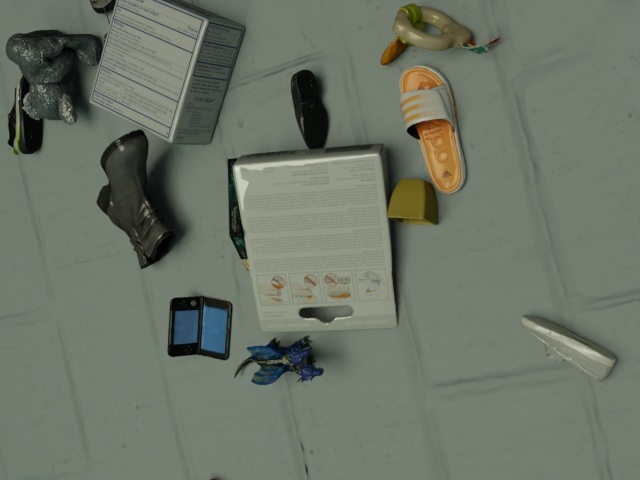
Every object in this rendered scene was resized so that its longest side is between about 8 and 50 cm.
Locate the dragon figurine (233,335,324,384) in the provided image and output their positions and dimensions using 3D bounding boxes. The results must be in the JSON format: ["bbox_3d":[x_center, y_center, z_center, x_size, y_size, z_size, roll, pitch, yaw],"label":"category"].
[{"bbox_3d":[-0.107,0.265,1.801,0.289,0.144,0.085,-8,90,30],"label":"dragon figurine"}]

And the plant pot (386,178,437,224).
[{"bbox_3d":[0.188,-0.079,1.643,0.081,0.081,0.083,4,83,29],"label":"plant pot"}]

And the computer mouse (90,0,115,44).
[{"bbox_3d":[-0.517,-0.553,2.019,0.071,0.041,0.242,-17,91,13],"label":"computer mouse"}]

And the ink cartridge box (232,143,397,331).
[{"bbox_3d":[0.000,0.000,1.724,0.308,0.091,0.385,-3,110,12],"label":"ink cartridge box"}]

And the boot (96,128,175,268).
[{"bbox_3d":[-0.408,-0.089,1.911,0.223,0.118,0.338,52,151,14],"label":"boot"}]

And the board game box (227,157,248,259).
[{"bbox_3d":[-0.176,-0.068,1.784,0.026,0.126,0.186,-6,65,4],"label":"board game box"}]

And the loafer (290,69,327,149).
[{"bbox_3d":[-0.027,-0.279,1.763,0.061,0.062,0.170,-166,67,-67],"label":"loafer"}]

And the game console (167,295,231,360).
[{"bbox_3d":[-0.285,0.209,1.933,0.085,0.124,0.144,15,103,54],"label":"game console"}]

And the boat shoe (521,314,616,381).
[{"bbox_3d":[0.453,0.201,1.532,0.184,0.066,0.063,26,106,15],"label":"boat shoe"}]

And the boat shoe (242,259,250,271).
[{"bbox_3d":[-0.147,0.042,1.853,0.059,0.063,0.170,-40,68,40],"label":"boat shoe"}]

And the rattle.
[{"bbox_3d":[0.228,-0.365,1.598,0.199,0.130,0.143,19,117,-1],"label":"rattle"}]

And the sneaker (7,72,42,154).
[{"bbox_3d":[-0.790,-0.340,2.161,0.097,0.084,0.235,14,102,29],"label":"sneaker"}]

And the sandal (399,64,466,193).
[{"bbox_3d":[0.219,-0.221,1.610,0.102,0.076,0.265,-20,85,29],"label":"sandal"}]

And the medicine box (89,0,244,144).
[{"bbox_3d":[-0.351,-0.398,1.871,0.263,0.149,0.289,27,107,24],"label":"medicine box"}]

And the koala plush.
[{"bbox_3d":[-0.675,-0.400,2.044,0.196,0.203,0.221,14,113,28],"label":"koala plush"}]

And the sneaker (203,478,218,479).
[{"bbox_3d":[-0.289,0.646,1.988,0.221,0.087,0.128,-16,78,17],"label":"sneaker"}]
